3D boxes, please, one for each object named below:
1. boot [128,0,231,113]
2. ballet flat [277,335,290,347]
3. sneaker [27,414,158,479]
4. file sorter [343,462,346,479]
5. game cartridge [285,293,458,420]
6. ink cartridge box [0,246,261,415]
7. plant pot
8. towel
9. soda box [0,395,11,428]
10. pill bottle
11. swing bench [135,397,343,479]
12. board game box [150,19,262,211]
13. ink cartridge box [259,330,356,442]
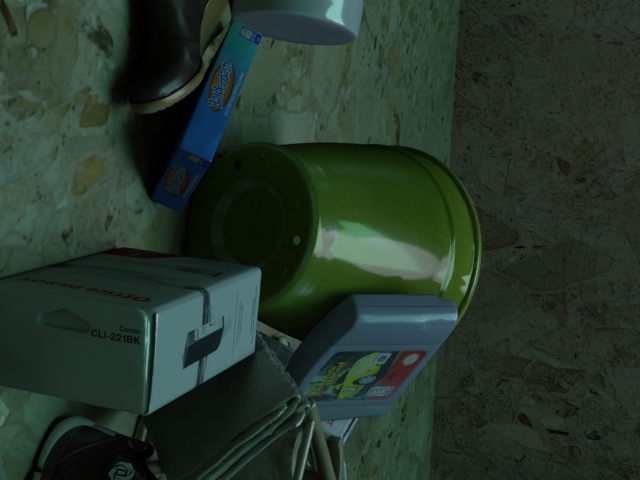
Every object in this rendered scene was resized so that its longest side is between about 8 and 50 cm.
[{"bbox_3d":[-0.201,-0.298,1.220,0.248,0.090,0.207,-65,144,-39],"label":"boot"},{"bbox_3d":[-0.056,0.236,1.912,0.173,0.049,0.057,76,27,-50],"label":"ballet flat"},{"bbox_3d":[-0.264,0.335,1.114,0.106,0.162,0.281,69,33,-57],"label":"sneaker"},{"bbox_3d":[-0.040,0.437,1.690,0.278,0.173,0.193,-102,-171,-64],"label":"file sorter"},{"bbox_3d":[0.054,0.181,1.482,0.294,0.196,0.060,120,-34,-44],"label":"game cartridge"},{"bbox_3d":[-0.210,0.090,1.120,0.273,0.197,0.114,-19,115,-69],"label":"ink cartridge box"},{"bbox_3d":[0.000,0.000,1.516,0.353,0.366,0.367,13,85,-54],"label":"plant pot"},{"bbox_3d":[-0.131,0.193,1.246,0.049,0.187,0.282,54,-4,-30],"label":"towel"},{"bbox_3d":[-0.353,0.127,0.918,0.181,0.058,0.061,79,26,-47],"label":"soda box"},{"bbox_3d":[-0.008,-0.497,1.458,0.224,0.224,0.392,15,83,-72],"label":"pill bottle"},{"bbox_3d":[-0.114,0.314,1.428,0.255,0.253,0.165,61,40,-63],"label":"swing bench"},{"bbox_3d":[-0.151,-0.161,1.320,0.160,0.047,0.210,-46,-158,58],"label":"board game box"},{"bbox_3d":[-0.047,0.266,1.656,0.158,0.217,0.092,-49,164,-60],"label":"ink cartridge box"}]
